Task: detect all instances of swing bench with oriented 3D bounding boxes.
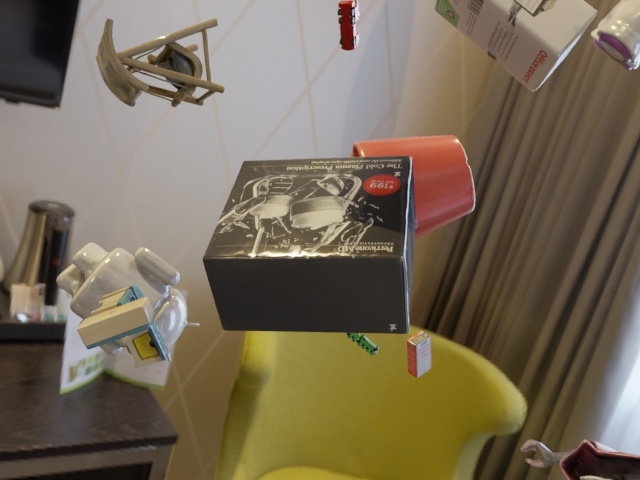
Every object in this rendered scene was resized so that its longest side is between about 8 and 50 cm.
[{"bbox_3d":[-0.378,-0.402,1.618,0.254,0.165,0.253,-7,5,-20],"label":"swing bench"}]

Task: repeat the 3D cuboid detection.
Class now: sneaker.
[{"bbox_3d":[0.605,-0.411,1.329,0.114,0.152,0.305,39,21,4],"label":"sneaker"}]

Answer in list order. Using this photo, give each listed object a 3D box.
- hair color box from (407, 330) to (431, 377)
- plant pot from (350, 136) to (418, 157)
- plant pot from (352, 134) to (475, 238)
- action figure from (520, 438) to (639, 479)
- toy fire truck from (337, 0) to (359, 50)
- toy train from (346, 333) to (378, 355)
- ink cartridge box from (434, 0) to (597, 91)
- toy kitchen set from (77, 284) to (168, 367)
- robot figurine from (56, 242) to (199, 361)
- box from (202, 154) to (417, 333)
[{"bbox_3d":[0.322,0.371,2.272,0.072,0.141,0.043,-27,38,-31],"label":"hair color box"},{"bbox_3d":[0.202,-0.195,2.025,0.212,0.187,0.212,-16,10,-42],"label":"plant pot"},{"bbox_3d":[0.225,-0.131,1.683,0.243,0.275,0.275,-14,17,0],"label":"plant pot"},{"bbox_3d":[0.438,0.341,0.941,0.248,0.275,0.370,67,13,24],"label":"action figure"},{"bbox_3d":[0.094,-0.677,2.075,0.047,0.192,0.135,7,35,19],"label":"toy fire truck"},{"bbox_3d":[0.085,0.203,1.402,0.083,0.023,0.017,39,17,-25],"label":"toy train"},{"bbox_3d":[0.365,-0.440,1.343,0.273,0.115,0.198,42,-3,7],"label":"ink cartridge box"},{"bbox_3d":[-0.335,0.179,1.301,0.122,0.166,0.207,-20,14,3],"label":"toy kitchen set"},{"bbox_3d":[-0.488,0.159,1.777,0.353,0.300,0.200,38,18,-9],"label":"robot figurine"},{"bbox_3d":[0.000,0.000,1.294,0.343,0.179,0.313,-1,39,10],"label":"box"}]
